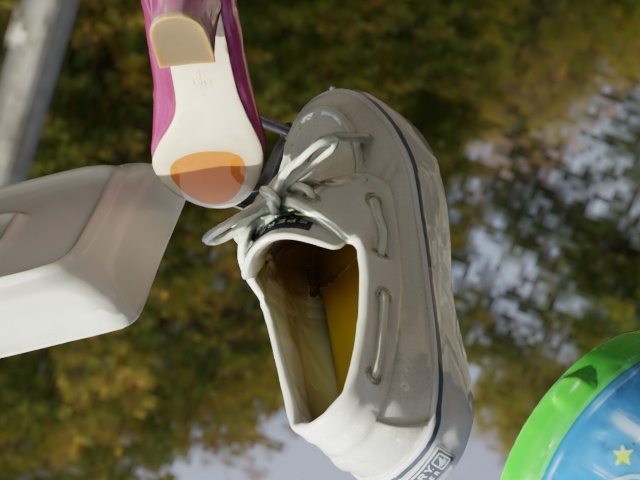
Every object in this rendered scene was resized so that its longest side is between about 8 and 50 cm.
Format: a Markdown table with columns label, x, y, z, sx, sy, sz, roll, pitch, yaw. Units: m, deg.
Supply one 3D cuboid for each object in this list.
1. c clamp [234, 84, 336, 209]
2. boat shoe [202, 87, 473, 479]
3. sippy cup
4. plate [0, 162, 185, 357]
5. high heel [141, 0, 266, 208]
| label | x | y | z | sx | sy | sz | roll | pitch | yaw |
| --- | --- | --- | --- | --- | --- | --- | --- | --- | --- |
| c clamp | -0.065 | -0.096 | 1.823 | 0.022 | 0.137 | 0.160 | 29 | -168 | 39 |
| boat shoe | -0.006 | 0.006 | 1.359 | 0.156 | 0.136 | 0.367 | 30 | -144 | -33 |
| sippy cup | 0.280 | 0.213 | 1.412 | 0.240 | 0.305 | 0.224 | -27 | -140 | -32 |
| plate | -0.243 | 0.017 | 1.376 | 0.277 | 0.045 | 0.278 | -13 | -159 | 10 |
| high heel | -0.085 | -0.124 | 1.342 | 0.082 | 0.244 | 0.117 | -6 | -123 | 8 |
